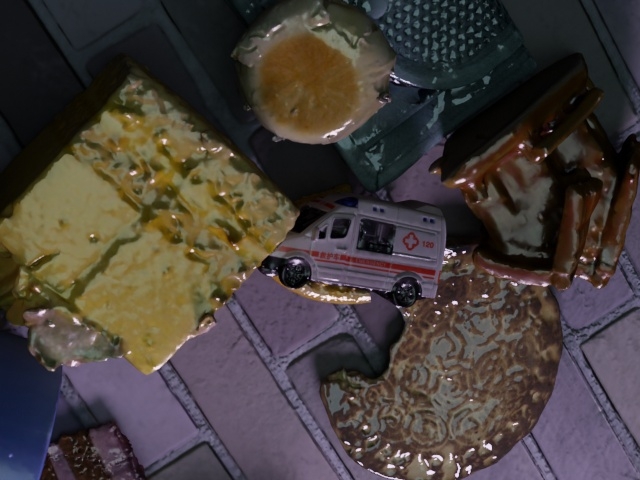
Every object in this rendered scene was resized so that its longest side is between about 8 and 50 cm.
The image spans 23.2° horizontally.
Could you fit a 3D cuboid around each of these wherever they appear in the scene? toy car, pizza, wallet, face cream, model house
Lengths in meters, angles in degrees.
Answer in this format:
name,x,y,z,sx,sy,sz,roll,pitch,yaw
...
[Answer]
name,x,y,z,sx,sy,sz,roll,pitch,yaw
toy car,0.026,0.001,1.609,0.209,0.089,0.108,9,98,-22
pizza,0.000,0.000,1.671,0.131,0.041,0.178,-46,109,0
wallet,0.049,-0.244,1.603,0.237,0.075,0.342,-38,108,-3
face cream,-0.395,0.192,1.522,0.225,0.249,0.249,19,99,-17
model house,0.251,-0.050,1.641,0.219,0.199,0.229,-34,105,11

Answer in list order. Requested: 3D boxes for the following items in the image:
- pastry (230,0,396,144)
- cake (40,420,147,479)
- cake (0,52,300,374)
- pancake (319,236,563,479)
name,x,y,z,sx,sy,sz,roll,pitch,yaw
pastry,-0.008,-0.169,1.536,0.165,0.088,0.166,0,114,1
cake,-0.213,0.339,1.699,0.116,0.113,0.295,-25,95,-7
cake,-0.203,-0.009,1.526,0.222,0.227,0.286,41,91,-17
pancake,0.136,0.138,1.744,0.286,0.033,0.288,-10,106,-8
